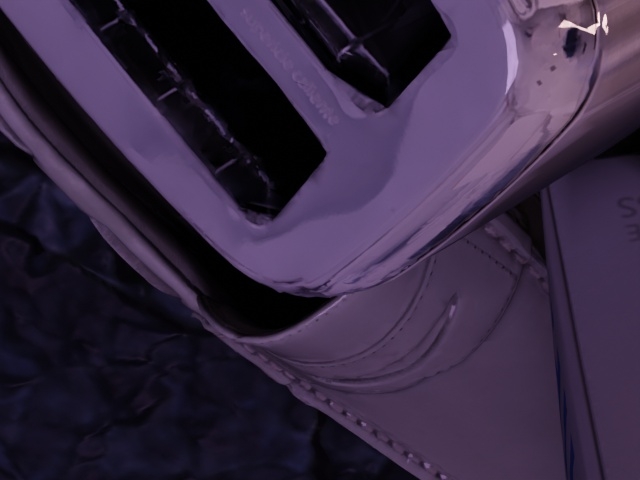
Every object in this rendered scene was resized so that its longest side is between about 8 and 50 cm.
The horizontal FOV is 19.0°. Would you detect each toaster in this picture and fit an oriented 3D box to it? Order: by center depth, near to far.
[{"bbox_3d":[0.010,-0.084,0.429,0.227,0.146,0.129,52,129,4],"label":"toaster"}]

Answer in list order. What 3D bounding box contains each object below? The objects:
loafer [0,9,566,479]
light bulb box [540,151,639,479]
[{"bbox_3d":[0.000,0.000,0.564,0.112,0.111,0.319,-34,118,25],"label":"loafer"},{"bbox_3d":[0.256,0.154,0.523,0.357,0.225,0.361,-8,131,4],"label":"light bulb box"}]
